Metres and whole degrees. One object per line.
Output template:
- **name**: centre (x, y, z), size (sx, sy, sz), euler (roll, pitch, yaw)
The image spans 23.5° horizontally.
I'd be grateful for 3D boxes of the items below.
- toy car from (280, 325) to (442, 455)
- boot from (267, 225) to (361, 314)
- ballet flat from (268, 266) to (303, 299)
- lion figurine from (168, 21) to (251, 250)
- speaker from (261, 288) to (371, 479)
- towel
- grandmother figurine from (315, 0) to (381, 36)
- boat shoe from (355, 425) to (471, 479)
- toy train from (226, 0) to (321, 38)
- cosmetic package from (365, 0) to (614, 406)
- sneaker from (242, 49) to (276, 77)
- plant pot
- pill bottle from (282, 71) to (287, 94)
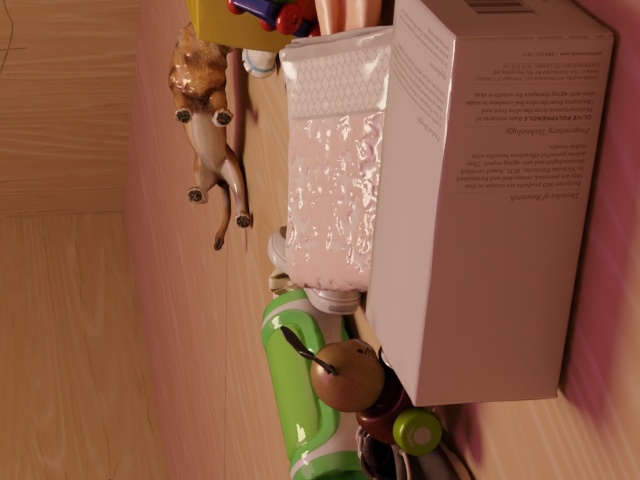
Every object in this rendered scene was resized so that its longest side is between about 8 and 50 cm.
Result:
- **toy car**: centre (0.047, 0.140, 1.741), size (0.149, 0.188, 0.155), euler (-65, 21, 4)
- **boot**: centre (0.000, 0.000, 2.188), size (0.258, 0.095, 0.123), euler (-136, 51, -58)
- **ballet flat**: centre (-0.044, 0.071, 2.385), size (0.206, 0.067, 0.073), euler (-119, 28, -60)
- **lion figurine**: centre (-0.205, -0.202, 2.834), size (0.240, 0.142, 0.392), euler (-103, 11, -59)
- **speaker**: centre (-0.003, 0.215, 2.138), size (0.131, 0.131, 0.296), euler (105, 158, -50)
- **towel**: centre (0.051, -0.094, 1.823), size (0.332, 0.053, 0.317), euler (1, 95, 59)
- **grandmother figurine**: centre (0.037, -0.217, 1.959), size (0.208, 0.104, 0.342), euler (-149, 60, -83)
- **boat shoe**: centre (0.090, 0.257, 1.837), size (0.335, 0.095, 0.112), euler (-133, 42, -68)
- **toy train**: centre (-0.011, -0.334, 2.076), size (0.105, 0.248, 0.143), euler (26, 95, 29)
- **cosmetic package**: centre (0.146, -0.048, 1.444), size (0.197, 0.155, 0.365), euler (-117, 28, -60)
- **sneaker**: centre (-0.101, -0.371, 2.552), size (0.083, 0.071, 0.191), euler (129, 128, -60)
- **plant pot**: centre (-0.103, -0.398, 2.216), size (0.212, 0.187, 0.212), euler (94, 162, -54)
- **pill bottle**: centre (-0.012, -0.205, 2.209), size (0.120, 0.067, 0.067), euler (-106, 20, -43)
